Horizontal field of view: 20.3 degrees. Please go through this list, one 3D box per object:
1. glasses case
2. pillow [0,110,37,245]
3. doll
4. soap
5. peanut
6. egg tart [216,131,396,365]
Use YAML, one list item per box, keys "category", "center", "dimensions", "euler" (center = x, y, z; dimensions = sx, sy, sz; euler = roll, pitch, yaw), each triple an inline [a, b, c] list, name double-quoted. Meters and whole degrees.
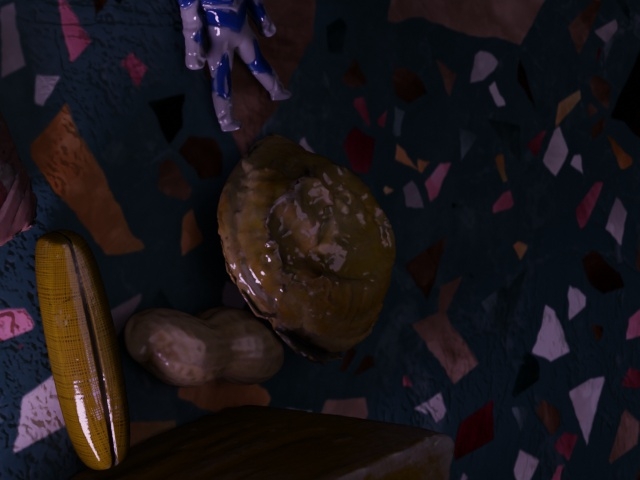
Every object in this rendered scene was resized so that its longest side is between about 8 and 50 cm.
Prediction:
- category: "glasses case"
  center: [-0.227, 0.104, 1.705]
  dimensions: [0.064, 0.079, 0.234]
  euler: [-16, 101, -29]
- category: "pillow"
  center: [-0.361, -0.020, 1.611]
  dimensions: [0.248, 0.049, 0.135]
  euler: [-40, 116, -37]
- category: "doll"
  center: [-0.100, -0.231, 1.823]
  dimensions: [0.114, 0.057, 0.227]
  euler: [-31, 112, -31]
- category: "soap"
  center: [-0.068, 0.273, 1.687]
  dimensions: [0.293, 0.335, 0.156]
  euler: [-18, 102, -35]
- category: "peanut"
  center: [-0.118, 0.107, 1.800]
  dimensions: [0.187, 0.082, 0.082]
  euler: [1, 90, -39]
- category: "egg tart"
  center: [0.000, 0.000, 1.858]
  dimensions: [0.232, 0.098, 0.252]
  euler: [-16, 88, -48]
